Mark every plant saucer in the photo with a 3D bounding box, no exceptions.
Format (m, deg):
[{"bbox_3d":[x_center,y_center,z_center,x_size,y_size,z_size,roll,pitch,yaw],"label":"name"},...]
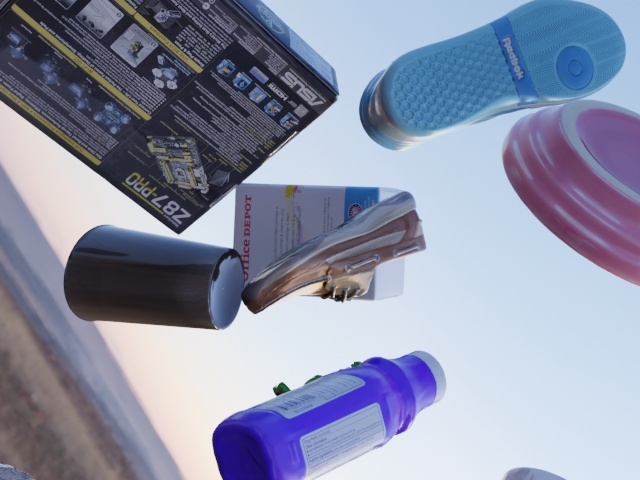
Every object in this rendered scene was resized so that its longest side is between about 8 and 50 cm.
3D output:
[{"bbox_3d":[0.391,-0.071,1.424,0.332,0.332,0.084,51,-51,30],"label":"plant saucer"}]

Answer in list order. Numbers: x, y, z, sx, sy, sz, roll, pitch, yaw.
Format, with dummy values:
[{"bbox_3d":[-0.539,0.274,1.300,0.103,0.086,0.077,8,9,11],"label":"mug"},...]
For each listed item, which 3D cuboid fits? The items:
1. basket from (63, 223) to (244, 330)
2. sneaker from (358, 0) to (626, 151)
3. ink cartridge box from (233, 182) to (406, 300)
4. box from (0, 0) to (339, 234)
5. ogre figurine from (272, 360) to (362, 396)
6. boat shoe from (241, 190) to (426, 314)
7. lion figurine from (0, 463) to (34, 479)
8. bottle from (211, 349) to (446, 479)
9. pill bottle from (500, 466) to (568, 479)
[{"bbox_3d":[-0.246,0.063,1.760,0.204,0.227,0.154,-14,109,-67],"label":"basket"},{"bbox_3d":[0.188,-0.195,1.362,0.208,0.319,0.127,170,-95,-73],"label":"sneaker"},{"bbox_3d":[0.000,0.000,2.048,0.197,0.270,0.198,-1,94,-71],"label":"ink cartridge box"},{"bbox_3d":[-0.221,-0.226,1.472,0.395,0.318,0.097,39,23,-27],"label":"box"},{"bbox_3d":[-0.024,0.253,1.720,0.097,0.197,0.118,36,-18,-15],"label":"ogre figurine"},{"bbox_3d":[0.033,0.039,1.745,0.116,0.324,0.123,63,-19,-3],"label":"boat shoe"},{"bbox_3d":[-0.420,0.268,1.064,0.392,0.240,0.142,6,-57,54],"label":"lion figurine"},{"bbox_3d":[0.021,0.191,1.228,0.118,0.283,0.092,-13,-87,48],"label":"bottle"},{"bbox_3d":[0.271,0.553,1.704,0.229,0.408,0.229,24,-35,18],"label":"pill bottle"}]
